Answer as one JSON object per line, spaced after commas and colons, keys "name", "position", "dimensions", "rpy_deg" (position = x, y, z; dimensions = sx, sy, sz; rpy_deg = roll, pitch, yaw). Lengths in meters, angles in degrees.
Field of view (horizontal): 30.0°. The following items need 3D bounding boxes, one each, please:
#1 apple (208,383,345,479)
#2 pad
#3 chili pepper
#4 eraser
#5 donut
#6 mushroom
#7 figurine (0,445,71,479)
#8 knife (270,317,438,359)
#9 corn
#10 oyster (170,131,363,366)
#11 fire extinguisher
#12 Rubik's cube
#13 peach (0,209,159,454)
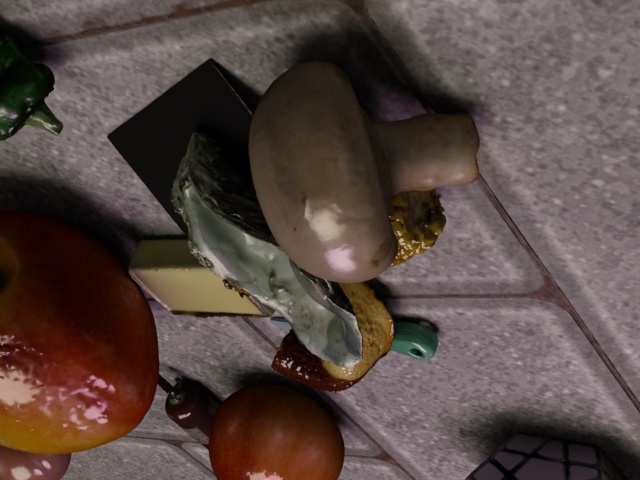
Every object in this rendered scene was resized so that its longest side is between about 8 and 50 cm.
{"name": "apple", "position": [-0.070, 0.330, 1.858], "dimensions": [0.210, 0.173, 0.235], "rpy_deg": [-9, 141, 43]}
{"name": "pad", "position": [-0.125, -0.083, 1.285], "dimensions": [0.170, 0.006, 0.245], "rpy_deg": [52, 143, -10]}
{"name": "chili pepper", "position": [-0.379, -0.192, 1.226], "dimensions": [0.270, 0.099, 0.136], "rpy_deg": [34, 141, -15]}
{"name": "eraser", "position": [-0.147, 0.048, 1.534], "dimensions": [0.172, 0.058, 0.117], "rpy_deg": [-1, 144, 34]}
{"name": "donut", "position": [0.011, 0.122, 1.497], "dimensions": [0.141, 0.085, 0.217], "rpy_deg": [29, 147, 13]}
{"name": "mushroom", "position": [0.032, -0.058, 1.091], "dimensions": [0.209, 0.206, 0.206], "rpy_deg": [9, 150, 18]}
{"name": "figurine", "position": [-0.534, 0.265, 1.991], "dimensions": [0.388, 0.276, 0.248], "rpy_deg": [-12, 114, 42]}
{"name": "knife", "position": [0.045, 0.126, 1.584], "dimensions": [0.260, 0.034, 0.063], "rpy_deg": [3, 149, 40]}
{"name": "corn", "position": [-0.001, 0.000, 1.306], "dimensions": [0.318, 0.115, 0.115], "rpy_deg": [-13, 138, 45]}
{"name": "oyster", "position": [-0.054, 0.023, 1.227], "dimensions": [0.252, 0.087, 0.199], "rpy_deg": [34, 154, 36]}
{"name": "fire extinguisher", "position": [-0.209, 0.284, 1.988], "dimensions": [0.099, 0.071, 0.231], "rpy_deg": [32, 167, 48]}
{"name": "Rubik's cube", "position": [0.315, 0.430, 1.684], "dimensions": [0.319, 0.319, 0.264], "rpy_deg": [24, 178, -6]}
{"name": "peach", "position": [-0.372, 0.127, 1.578], "dimensions": [0.373, 0.289, 0.372], "rpy_deg": [17, 157, 7]}
